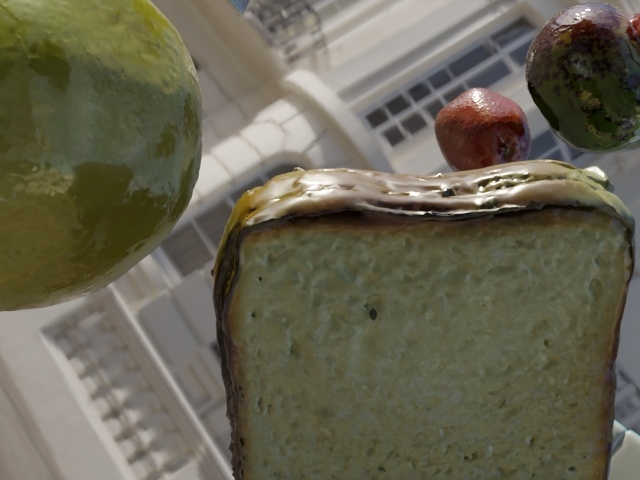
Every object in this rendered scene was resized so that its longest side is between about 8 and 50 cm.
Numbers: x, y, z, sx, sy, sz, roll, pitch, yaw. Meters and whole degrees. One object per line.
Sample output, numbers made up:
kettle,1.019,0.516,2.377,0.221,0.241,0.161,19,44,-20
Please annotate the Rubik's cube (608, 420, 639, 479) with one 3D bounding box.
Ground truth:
Rubik's cube,0.196,0.320,1.162,0.290,0.291,0.292,36,-14,22

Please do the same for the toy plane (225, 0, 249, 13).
toy plane,-0.060,-0.349,1.013,0.252,0.252,0.118,51,9,31

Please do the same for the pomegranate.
pomegranate,0.390,-0.231,1.380,0.248,0.214,0.214,-41,-102,35

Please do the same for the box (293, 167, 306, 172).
box,0.000,0.000,1.098,0.111,0.111,0.177,53,-12,25

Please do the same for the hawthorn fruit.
hawthorn fruit,0.235,-0.144,1.500,0.138,0.132,0.133,-117,-178,-55

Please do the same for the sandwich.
sandwich,0.072,0.072,0.790,0.099,0.301,0.271,-99,-172,-65

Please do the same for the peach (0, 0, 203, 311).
peach,-0.252,-0.094,0.879,0.314,0.315,0.282,46,-44,52
